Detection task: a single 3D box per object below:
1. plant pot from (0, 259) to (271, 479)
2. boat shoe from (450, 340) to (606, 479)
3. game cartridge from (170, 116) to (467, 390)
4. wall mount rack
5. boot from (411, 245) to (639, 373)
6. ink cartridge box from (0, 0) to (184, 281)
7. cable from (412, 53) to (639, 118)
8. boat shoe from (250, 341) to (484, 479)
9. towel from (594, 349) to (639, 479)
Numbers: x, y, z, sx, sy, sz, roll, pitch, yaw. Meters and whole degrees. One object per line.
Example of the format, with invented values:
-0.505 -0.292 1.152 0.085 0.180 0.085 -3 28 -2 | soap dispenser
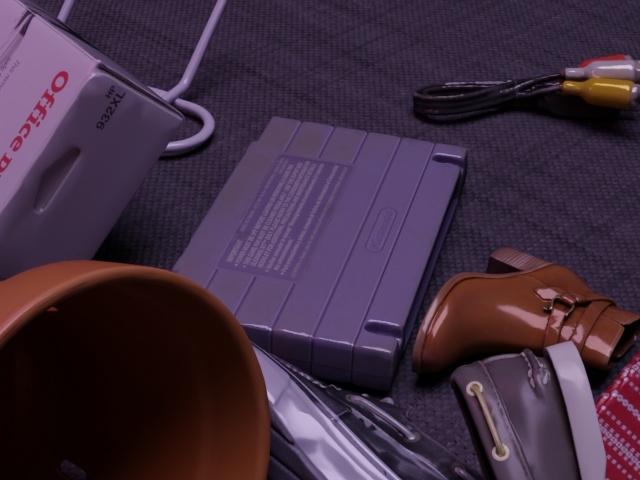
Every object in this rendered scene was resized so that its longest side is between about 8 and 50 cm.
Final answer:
-0.206 0.148 0.913 0.203 0.291 0.291 10 33 41 | plant pot
0.152 0.221 0.868 0.091 0.109 0.305 -9 72 3 | boat shoe
0.000 0.000 1.290 0.230 0.068 0.355 7 36 15 | game cartridge
-0.255 -0.231 1.542 0.350 0.130 0.304 18 39 21 | wall mount rack
0.185 0.081 1.171 0.152 0.073 0.197 28 46 27 | boot
-0.308 -0.114 1.282 0.307 0.223 0.129 38 6 40 | ink cartridge box
0.254 -0.190 1.552 0.287 0.072 0.139 4 30 5 | cable
0.024 0.175 1.013 0.335 0.121 0.119 39 42 26 | boat shoe
0.295 0.170 0.986 0.199 0.031 0.275 41 61 11 | towel
